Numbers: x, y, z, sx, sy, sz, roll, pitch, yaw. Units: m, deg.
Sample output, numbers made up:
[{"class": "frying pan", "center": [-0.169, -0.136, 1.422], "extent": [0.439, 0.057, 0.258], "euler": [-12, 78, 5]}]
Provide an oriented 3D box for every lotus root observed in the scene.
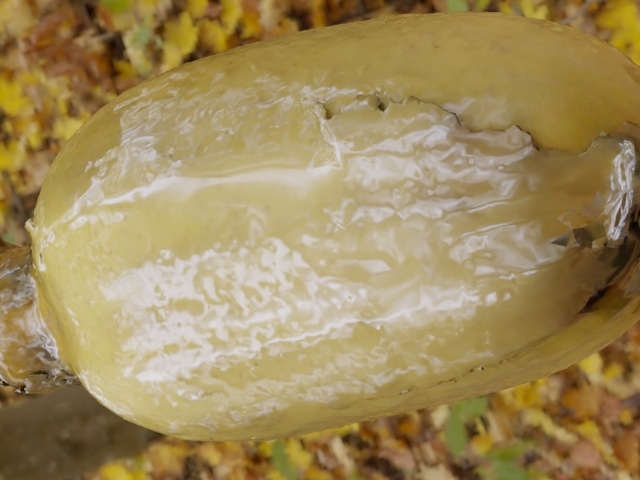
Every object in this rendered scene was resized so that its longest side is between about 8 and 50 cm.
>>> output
[{"class": "lotus root", "center": [0.000, -0.003, 0.505], "extent": [0.131, 0.303, 0.146], "euler": [-29, -76, -62]}]
